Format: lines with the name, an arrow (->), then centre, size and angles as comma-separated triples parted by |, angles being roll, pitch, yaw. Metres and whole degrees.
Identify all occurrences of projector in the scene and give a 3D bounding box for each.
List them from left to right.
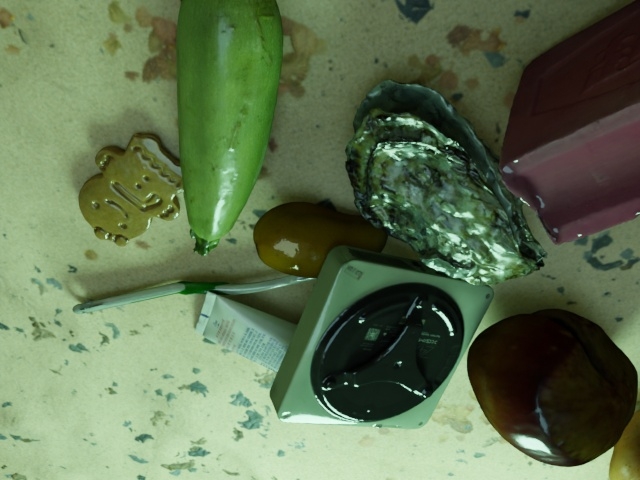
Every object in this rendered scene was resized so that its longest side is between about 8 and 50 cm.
projector -> 0.089, 0.150, 0.875 | 0.257, 0.079, 0.259 | 12, 111, -28

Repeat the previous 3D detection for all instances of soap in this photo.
soap -> 0.363, -0.155, 0.574 | 0.360, 0.233, 0.128 | -25, 117, 41

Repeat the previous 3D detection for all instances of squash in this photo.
squash -> -0.113, -0.137, 0.755 | 0.119, 0.118, 0.370 | 9, 125, -1

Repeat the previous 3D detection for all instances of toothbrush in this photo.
toothbrush -> -0.184, 0.075, 0.940 | 0.418, 0.042, 0.040 | -12, 81, 13

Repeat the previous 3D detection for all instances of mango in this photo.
mango -> 0.000, 0.000, 0.851 | 0.184, 0.085, 0.102 | 2, 95, -16

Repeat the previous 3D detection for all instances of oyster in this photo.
oyster -> 0.168, -0.047, 0.786 | 0.351, 0.158, 0.162 | 37, 161, -26

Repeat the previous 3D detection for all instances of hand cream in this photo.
hand cream -> -0.073, 0.160, 0.971 | 0.248, 0.083, 0.133 | 25, 139, -5

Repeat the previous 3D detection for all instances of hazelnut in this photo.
hazelnut -> 0.329, 0.209, 0.899 | 0.252, 0.217, 0.217 | 10, 127, -31

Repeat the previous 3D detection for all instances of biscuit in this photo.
biscuit -> -0.262, -0.068, 0.864 | 0.184, 0.027, 0.133 | -25, 119, 19

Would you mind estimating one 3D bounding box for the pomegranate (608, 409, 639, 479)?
pomegranate -> 0.560, 0.355, 0.967 | 0.209, 0.209, 0.209 | 2, 123, 3
